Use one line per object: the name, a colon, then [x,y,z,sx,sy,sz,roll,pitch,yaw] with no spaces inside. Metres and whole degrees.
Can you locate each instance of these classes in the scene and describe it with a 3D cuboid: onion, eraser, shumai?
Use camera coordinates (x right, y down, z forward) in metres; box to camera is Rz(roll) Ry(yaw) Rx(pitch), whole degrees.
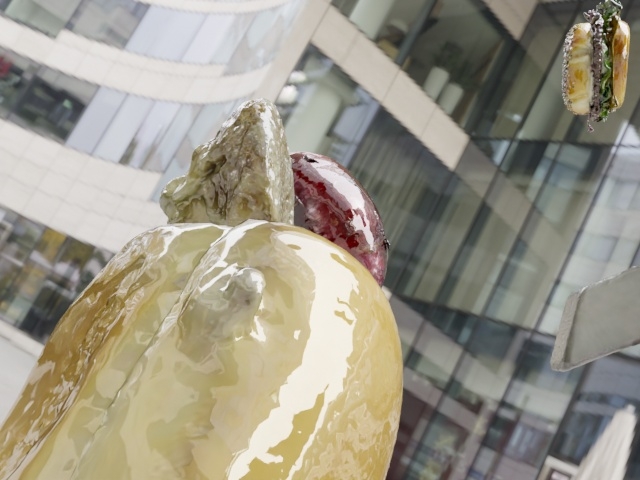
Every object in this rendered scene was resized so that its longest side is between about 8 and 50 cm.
onion: [0.000,0.000,1.454,0.232,0.313,0.314,-16,11,-29]
eraser: [0.402,0.041,0.927,0.111,0.353,0.077,44,23,-80]
shumai: [-0.104,-0.050,0.980,0.153,0.209,0.161,-4,7,14]

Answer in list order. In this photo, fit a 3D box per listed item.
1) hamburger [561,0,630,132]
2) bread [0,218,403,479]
hamburger: [0.412,-0.266,1.306,0.093,0.189,0.164,5,-6,16]
bread: [-0.112,0.194,0.622,0.348,0.376,0.253,-16,-53,45]
